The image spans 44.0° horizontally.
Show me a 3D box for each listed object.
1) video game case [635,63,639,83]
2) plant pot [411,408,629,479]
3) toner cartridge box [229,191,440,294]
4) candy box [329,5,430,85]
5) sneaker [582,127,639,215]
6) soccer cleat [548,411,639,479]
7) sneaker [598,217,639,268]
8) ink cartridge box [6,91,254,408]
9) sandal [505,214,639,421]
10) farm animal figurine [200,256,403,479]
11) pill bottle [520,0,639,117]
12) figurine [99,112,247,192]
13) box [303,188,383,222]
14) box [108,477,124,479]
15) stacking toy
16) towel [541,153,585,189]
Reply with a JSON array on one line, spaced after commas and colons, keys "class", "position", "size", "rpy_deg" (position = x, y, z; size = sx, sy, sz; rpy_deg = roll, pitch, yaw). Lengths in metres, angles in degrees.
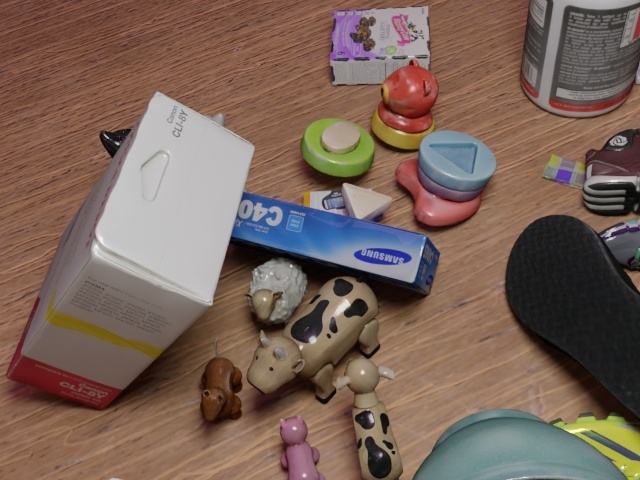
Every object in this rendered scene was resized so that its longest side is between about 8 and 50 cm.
[{"class": "video game case", "position": [0.681, -0.354, 1.529], "size": [0.157, 0.019, 0.143], "rpy_deg": [1, 51, 8]}, {"class": "plant pot", "position": [0.219, 0.318, 0.905], "size": [0.293, 0.293, 0.196], "rpy_deg": [-5, 25, 3]}, {"class": "toner cartridge box", "position": [0.000, 0.000, 1.228], "size": [0.348, 0.165, 0.075], "rpy_deg": [14, 85, 18]}, {"class": "candy box", "position": [0.122, -0.393, 1.595], "size": [0.196, 0.070, 0.164], "rpy_deg": [-1, 51, 7]}, {"class": "sneaker", "position": [0.576, -0.128, 1.309], "size": [0.281, 0.106, 0.162], "rpy_deg": [2, 49, 9]}, {"class": "soccer cleat", "position": [0.388, 0.286, 1.007], "size": [0.289, 0.093, 0.121], "rpy_deg": [-5, 61, 4]}, {"class": "sneaker", "position": [0.525, 0.019, 1.211], "size": [0.224, 0.083, 0.098], "rpy_deg": [-10, 56, -2]}, {"class": "ink cartridge box", "position": [-0.267, 0.029, 1.097], "size": [0.160, 0.385, 0.279], "rpy_deg": [26, 49, -20]}, {"class": "sandal", "position": [0.397, 0.117, 1.104], "size": [0.167, 0.107, 0.445], "rpy_deg": [-46, 32, 13]}, {"class": "farm animal figurine", "position": [-0.007, 0.173, 1.091], "size": [0.330, 0.172, 0.326], "rpy_deg": [17, 55, 19]}, {"class": "pill bottle", "position": [0.471, -0.411, 1.379], "size": [0.210, 0.363, 0.210], "rpy_deg": [-3, 52, 4]}, {"class": "figurine", "position": [-0.244, -0.126, 1.337], "size": [0.215, 0.209, 0.092], "rpy_deg": [-12, 51, -3]}, {"class": "box", "position": [0.038, -0.050, 1.359], "size": [0.136, 0.028, 0.081], "rpy_deg": [-1, 51, 3]}, {"class": "box", "position": [-0.181, 0.394, 0.897], "size": [0.127, 0.232, 0.148], "rpy_deg": [9, 54, 15]}, {"class": "stacking toy", "position": [0.131, -0.170, 1.334], "size": [0.280, 0.130, 0.309], "rpy_deg": [-12, 50, -25]}, {"class": "towel", "position": [0.434, -0.120, 1.377], "size": [0.083, 0.009, 0.060], "rpy_deg": [19, 57, 21]}]
